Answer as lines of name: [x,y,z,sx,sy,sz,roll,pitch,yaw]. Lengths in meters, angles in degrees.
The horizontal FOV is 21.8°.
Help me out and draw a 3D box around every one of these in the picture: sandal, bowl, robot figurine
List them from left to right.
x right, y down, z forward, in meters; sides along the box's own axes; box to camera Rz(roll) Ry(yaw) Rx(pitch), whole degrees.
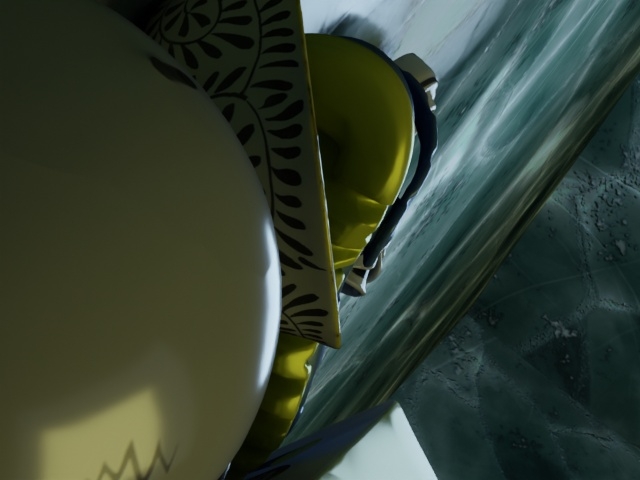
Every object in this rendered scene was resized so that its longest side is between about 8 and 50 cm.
robot figurine: [-0.121,0.054,0.432,0.209,0.173,0.278,-80,-164,-49]
bowl: [-0.040,-0.037,0.657,0.080,0.170,0.170,-7,166,-1]
sandal: [-0.025,0.013,0.909,0.317,0.126,0.138,-55,174,31]

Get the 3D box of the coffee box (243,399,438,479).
coffee box: [-0.062,0.329,0.912,0.334,0.338,0.337,-25,180,17]

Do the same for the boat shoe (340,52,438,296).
boat shoe: [0.000,0.000,1.058,0.267,0.088,0.096,-49,170,-14]
